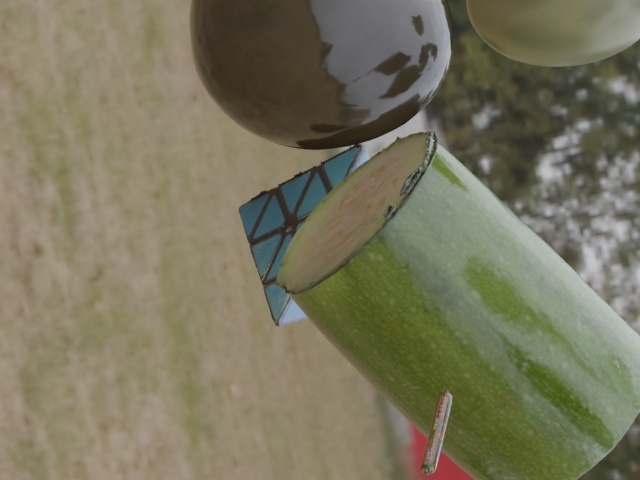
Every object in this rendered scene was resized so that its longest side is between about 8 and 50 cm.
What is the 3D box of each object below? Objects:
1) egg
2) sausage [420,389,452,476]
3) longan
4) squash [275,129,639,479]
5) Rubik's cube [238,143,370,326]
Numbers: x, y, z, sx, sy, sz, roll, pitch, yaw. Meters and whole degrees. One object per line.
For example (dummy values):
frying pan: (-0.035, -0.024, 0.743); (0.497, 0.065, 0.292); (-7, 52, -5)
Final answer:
egg: (0.290, -0.296, 1.720); (0.186, 0.241, 0.186); (-19, 90, -77)
sausage: (0.107, 0.176, 1.353); (0.015, 0.015, 0.100); (74, 26, -42)
longan: (-0.001, -0.208, 1.444); (0.258, 0.258, 0.258); (-13, 90, -87)
squash: (0.162, 0.090, 1.687); (0.384, 0.263, 0.263); (44, 11, -11)
Rubik's cube: (0.001, -0.002, 2.369); (0.229, 0.228, 0.233); (73, -3, -84)
